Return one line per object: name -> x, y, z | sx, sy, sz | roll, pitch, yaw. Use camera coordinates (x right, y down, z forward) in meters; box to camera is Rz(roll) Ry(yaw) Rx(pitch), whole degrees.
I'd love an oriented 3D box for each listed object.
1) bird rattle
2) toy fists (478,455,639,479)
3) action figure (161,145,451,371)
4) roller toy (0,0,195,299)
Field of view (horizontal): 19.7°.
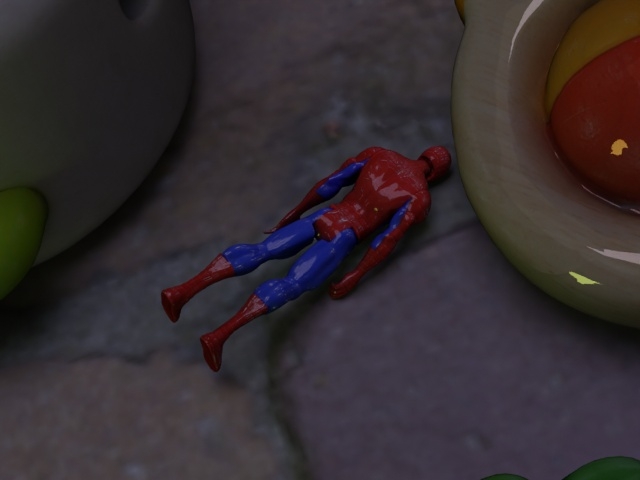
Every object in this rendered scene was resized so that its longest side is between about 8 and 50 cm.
bird rattle -> 0.148, -0.044, 0.607 | 0.207, 0.143, 0.253 | -16, 70, 14
toy fists -> 0.024, 0.155, 0.496 | 0.279, 0.096, 0.142 | -31, 58, -7
action figure -> 0.000, 0.000, 0.635 | 0.115, 0.030, 0.038 | -35, 64, -17
roller toy -> -0.151, -0.092, 0.649 | 0.209, 0.146, 0.191 | 31, 68, 26
